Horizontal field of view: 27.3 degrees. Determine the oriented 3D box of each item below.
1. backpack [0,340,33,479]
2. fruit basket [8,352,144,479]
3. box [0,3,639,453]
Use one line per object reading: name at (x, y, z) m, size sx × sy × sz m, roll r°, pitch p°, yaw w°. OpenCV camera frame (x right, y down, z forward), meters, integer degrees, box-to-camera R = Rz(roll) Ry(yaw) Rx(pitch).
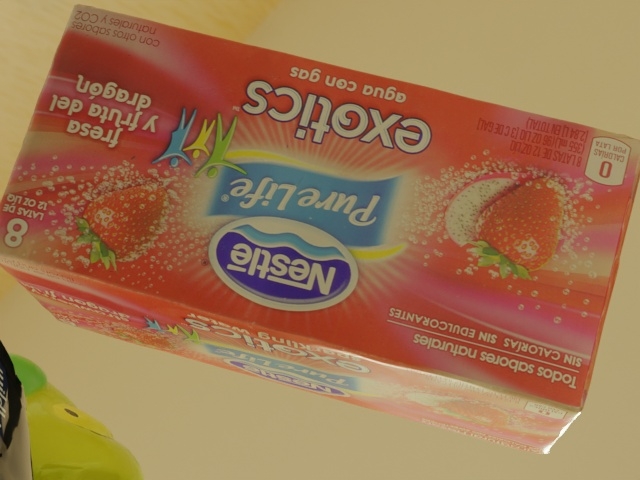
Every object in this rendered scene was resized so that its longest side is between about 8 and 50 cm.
backpack at (-0.155, 0.086, 0.391) m, size 0.144 × 0.188 × 0.165 m, roll -8°, pitch -121°, yaw 2°
fruit basket at (-0.185, 0.266, 1.038) m, size 0.283 × 0.392 × 0.392 m, roll -2°, pitch -109°, yaw 13°
box at (0.000, 0.000, 0.703) m, size 0.300 × 0.154 × 0.142 m, roll 15°, pitch -106°, yaw 7°
